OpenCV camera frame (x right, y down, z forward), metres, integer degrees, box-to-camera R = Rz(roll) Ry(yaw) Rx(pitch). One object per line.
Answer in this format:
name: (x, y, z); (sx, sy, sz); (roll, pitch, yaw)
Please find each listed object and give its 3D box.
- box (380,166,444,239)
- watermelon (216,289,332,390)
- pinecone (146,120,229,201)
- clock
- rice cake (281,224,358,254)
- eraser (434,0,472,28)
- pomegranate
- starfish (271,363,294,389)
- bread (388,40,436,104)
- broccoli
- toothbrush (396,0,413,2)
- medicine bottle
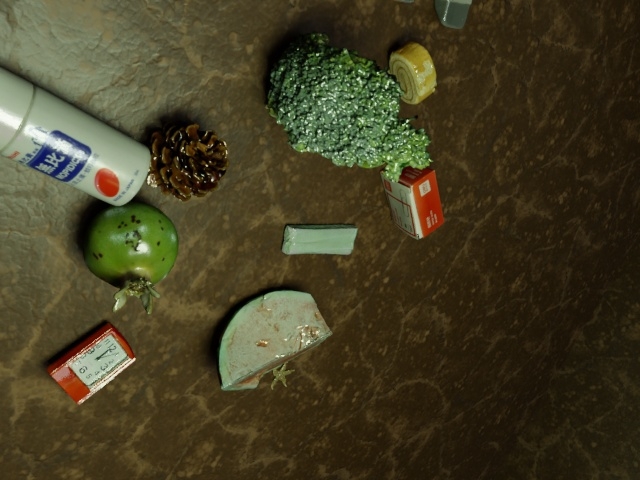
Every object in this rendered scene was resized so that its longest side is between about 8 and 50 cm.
box: (0.243, -0.111, 1.557); (0.099, 0.133, 0.182); (-33, 130, -18)
watermelon: (-0.136, 0.257, 1.424); (0.305, 0.180, 0.224); (-25, 115, -28)
pinecone: (-0.253, -0.157, 1.133); (0.173, 0.173, 0.174); (-18, 122, -30)
clock: (-0.484, 0.254, 1.238); (0.155, 0.061, 0.113); (-37, 130, -21)
rice cake: (-0.001, -0.001, 1.489); (0.221, 0.042, 0.080); (-1, 117, -39)
eraser: (0.340, -0.690, 1.381); (0.089, 0.061, 0.352); (-6, 117, -36)
pomegranate: (-0.357, 0.035, 1.108); (0.181, 0.224, 0.181); (-9, 142, -8)
starfish: (-0.113, 0.374, 1.616); (0.086, 0.016, 0.092); (32, 94, -41)
bread: (0.220, -0.396, 1.399); (0.073, 0.122, 0.149); (-36, 129, -14)
broccoli: (0.040, -0.281, 1.259); (0.274, 0.397, 0.353); (-27, 103, 10)
toothbrush: (0.089, -0.560, 1.280); (0.321, 0.023, 0.031); (-5, 122, -35)
medicine bottle: (-0.463, -0.181, 0.978); (0.341, 0.130, 0.130); (30, 93, -43)
